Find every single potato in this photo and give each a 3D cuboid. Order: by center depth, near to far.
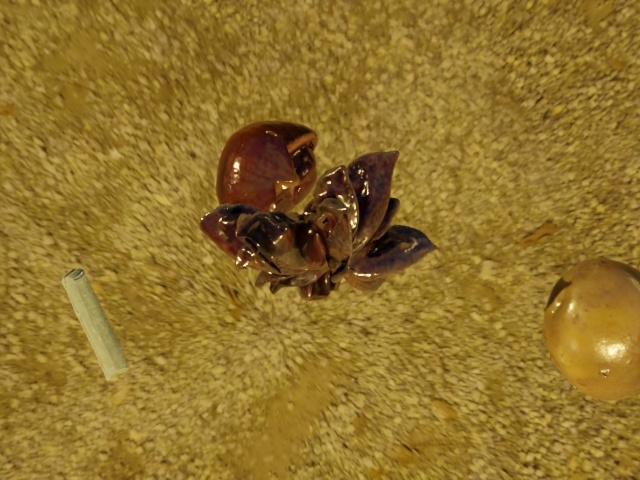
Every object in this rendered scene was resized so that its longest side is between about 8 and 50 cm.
[{"bbox_3d":[0.303,0.096,0.912,0.137,0.176,0.137,-13,64,28],"label":"potato"}]

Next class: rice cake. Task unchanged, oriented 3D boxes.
[{"bbox_3d":[-0.315,0.119,1.222,0.029,0.033,0.171,-8,112,30],"label":"rice cake"}]

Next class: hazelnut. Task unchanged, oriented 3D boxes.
[{"bbox_3d":[-0.086,-0.098,1.407,0.160,0.170,0.202,8,79,8],"label":"hazelnut"}]

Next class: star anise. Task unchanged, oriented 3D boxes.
[{"bbox_3d":[0.005,-0.001,0.924,0.212,0.282,0.129,-28,58,29],"label":"star anise"}]
